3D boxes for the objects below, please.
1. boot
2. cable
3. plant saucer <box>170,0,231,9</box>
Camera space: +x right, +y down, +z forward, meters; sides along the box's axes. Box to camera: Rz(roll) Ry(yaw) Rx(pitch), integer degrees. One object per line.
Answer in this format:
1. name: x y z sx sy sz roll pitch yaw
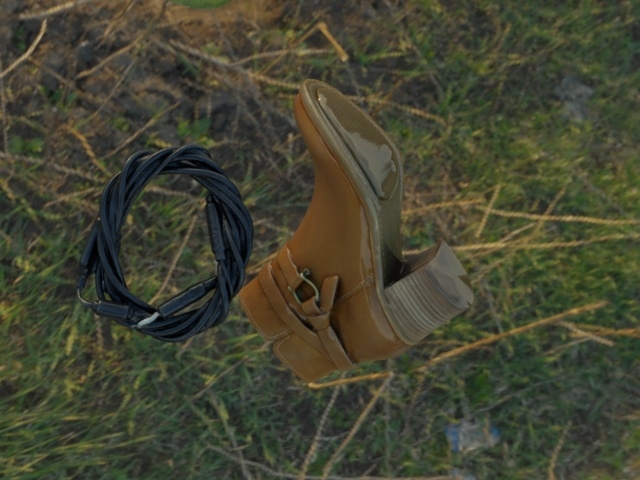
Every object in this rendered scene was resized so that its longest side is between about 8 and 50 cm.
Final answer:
1. boot: 0.000 0.000 1.015 0.283 0.220 0.109 55 33 -6
2. cable: -0.137 0.000 0.921 0.150 0.047 0.184 23 88 -2
3. plant saucer: -0.104 -0.261 0.608 0.241 0.037 0.241 39 40 -42
